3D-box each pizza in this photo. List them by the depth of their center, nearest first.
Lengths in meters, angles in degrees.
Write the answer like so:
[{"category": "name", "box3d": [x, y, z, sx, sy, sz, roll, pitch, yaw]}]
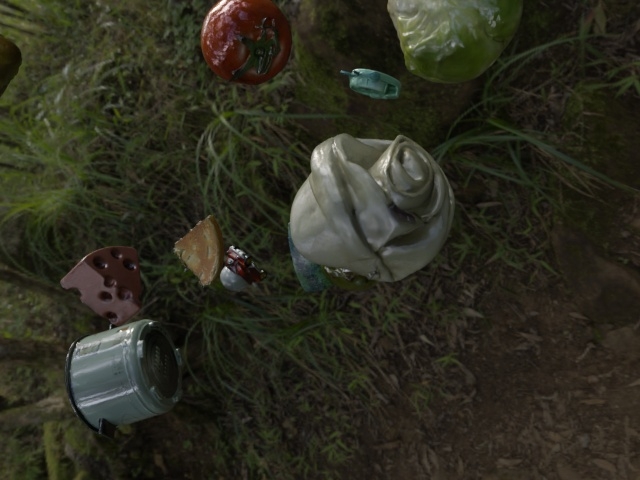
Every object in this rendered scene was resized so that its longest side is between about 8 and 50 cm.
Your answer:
[{"category": "pizza", "box3d": [-0.478, 0.038, 2.093, 0.081, 0.229, 0.289, -33, -56, -69]}]

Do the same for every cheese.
[{"category": "cheese", "box3d": [-0.604, 0.111, 1.452, 0.128, 0.177, 0.202, -35, 53, 26]}]

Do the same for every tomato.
[{"category": "tomato", "box3d": [-0.211, -0.567, 1.500, 0.224, 0.256, 0.255, 44, 120, 37]}]

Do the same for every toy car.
[{"category": "toy car", "box3d": [-0.236, 0.091, 1.515, 0.112, 0.139, 0.112, 33, 75, 34]}]

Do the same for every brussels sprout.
[{"category": "brussels sprout", "box3d": [0.299, -0.503, 1.227, 0.317, 0.242, 0.273, 12, 122, 26]}]

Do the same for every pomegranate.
[{"category": "pomegranate", "box3d": [0.107, 0.051, 1.410, 0.241, 0.159, 0.189, 5, 107, 22]}]

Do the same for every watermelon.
[{"category": "watermelon", "box3d": [-0.023, 0.026, 1.931, 0.250, 0.283, 0.292, -41, 15, -13]}]

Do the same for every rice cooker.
[{"category": "rice cooker", "box3d": [-0.465, 0.318, 1.246, 0.241, 0.227, 0.280, 64, -170, -51]}]

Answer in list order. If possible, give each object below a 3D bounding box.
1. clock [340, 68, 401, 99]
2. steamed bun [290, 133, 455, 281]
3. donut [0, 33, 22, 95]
[{"category": "clock", "box3d": [0.172, -0.565, 1.898, 0.159, 0.211, 0.066, 20, 98, 56]}, {"category": "steamed bun", "box3d": [0.143, -0.090, 1.196, 0.255, 0.368, 0.342, 139, 146, -60]}, {"category": "donut", "box3d": [-0.660, -0.327, 0.886, 0.128, 0.261, 0.208, -40, 10, 43]}]
